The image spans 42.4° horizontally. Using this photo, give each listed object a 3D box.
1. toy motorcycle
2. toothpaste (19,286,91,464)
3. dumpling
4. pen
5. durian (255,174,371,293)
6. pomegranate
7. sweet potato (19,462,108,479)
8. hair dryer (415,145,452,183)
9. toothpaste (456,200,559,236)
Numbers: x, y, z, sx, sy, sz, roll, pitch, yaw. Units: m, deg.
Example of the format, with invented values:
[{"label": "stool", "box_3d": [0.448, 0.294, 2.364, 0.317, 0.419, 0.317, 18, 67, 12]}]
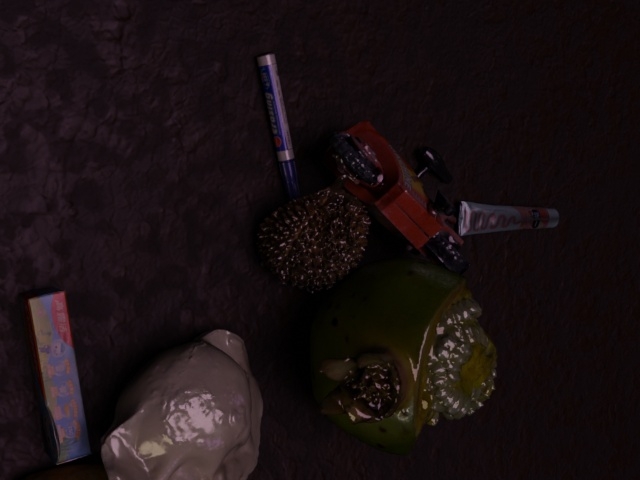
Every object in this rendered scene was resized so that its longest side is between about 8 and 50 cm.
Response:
[{"label": "toy motorcycle", "box_3d": [0.101, -0.065, 1.131, 0.089, 0.171, 0.298, -45, 123, 4]}, {"label": "toothpaste", "box_3d": [-0.295, 0.152, 0.928, 0.044, 0.070, 0.193, -12, 100, -31]}, {"label": "dumpling", "box_3d": [-0.144, 0.218, 0.985, 0.193, 0.147, 0.258, 49, 42, -15]}, {"label": "pen", "box_3d": [-0.054, -0.147, 1.096, 0.025, 0.025, 0.204, -18, 104, -32]}, {"label": "durian", "box_3d": [0.000, 0.000, 1.060, 0.148, 0.091, 0.188, 14, 118, -19]}, {"label": "pomegranate", "box_3d": [0.092, 0.152, 1.068, 0.340, 0.260, 0.261, -1, 95, -65]}, {"label": "sweet potato", "box_3d": [-0.238, 0.298, 0.981, 0.273, 0.075, 0.075, 11, 88, -32]}, {"label": "hair dryer", "box_3d": [0.158, -0.093, 1.250, 0.083, 0.031, 0.079, -49, 128, -5]}, {"label": "toothpaste", "box_3d": [0.304, -0.036, 1.343, 0.205, 0.036, 0.056, -2, 96, -30]}]
